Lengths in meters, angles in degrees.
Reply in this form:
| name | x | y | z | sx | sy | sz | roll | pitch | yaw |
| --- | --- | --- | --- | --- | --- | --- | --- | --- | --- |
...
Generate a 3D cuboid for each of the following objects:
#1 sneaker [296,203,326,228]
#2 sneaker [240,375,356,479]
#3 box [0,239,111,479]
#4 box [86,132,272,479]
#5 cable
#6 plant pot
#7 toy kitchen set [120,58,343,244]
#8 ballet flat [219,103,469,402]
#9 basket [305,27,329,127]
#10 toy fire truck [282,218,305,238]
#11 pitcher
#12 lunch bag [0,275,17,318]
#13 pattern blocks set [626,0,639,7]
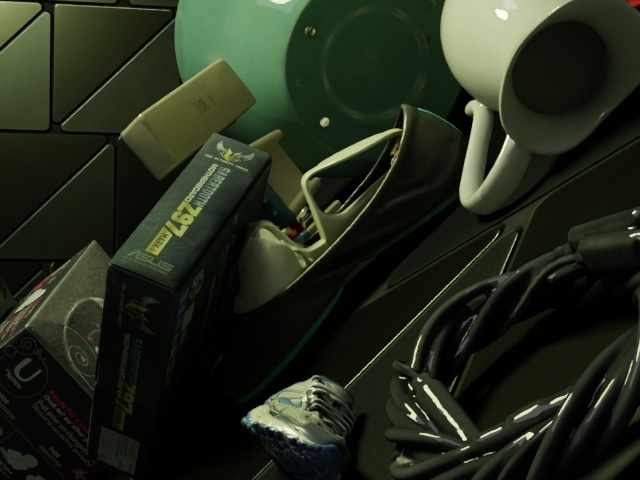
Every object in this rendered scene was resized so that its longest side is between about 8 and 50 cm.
| name | x | y | z | sx | sy | sz | roll | pitch | yaw |
| --- | --- | --- | --- | --- | --- | --- | --- | --- | --- |
| sneaker | -0.011 | -0.031 | 1.169 | 0.032 | 0.037 | 0.083 | -44 | 9 | 5 |
| sneaker | -0.006 | 0.101 | 0.606 | 0.058 | 0.052 | 0.135 | -41 | 10 | -13 |
| box | -0.256 | 0.133 | 1.092 | 0.142 | 0.163 | 0.247 | -37 | 12 | 15 |
| box | -0.115 | 0.055 | 0.869 | 0.183 | 0.059 | 0.233 | -61 | -9 | -49 |
| cable | 0.091 | 0.056 | 0.464 | 0.151 | 0.047 | 0.184 | -55 | 17 | -27 |
| plant pot | 0.017 | -0.194 | 1.092 | 0.293 | 0.293 | 0.235 | -44 | 26 | -2 |
| toy kitchen set | -0.102 | -0.026 | 0.994 | 0.166 | 0.207 | 0.122 | -33 | 8 | 47 |
| ballet flat | 0.000 | 0.000 | 0.847 | 0.280 | 0.096 | 0.095 | -45 | 13 | -6 |
| basket | 0.007 | -0.349 | 1.586 | 0.331 | 0.266 | 0.328 | -55 | 8 | 11 |
| toy fire truck | -0.095 | 0.049 | 1.141 | 0.135 | 0.047 | 0.192 | -35 | 14 | 32 |
| pitcher | 0.144 | -0.123 | 0.787 | 0.178 | 0.125 | 0.207 | -56 | 17 | 20 |
| lunch bag | -0.467 | 0.176 | 1.145 | 0.328 | 0.238 | 0.386 | 84 | -169 | -54 |
| pattern blocks set | 0.270 | -0.261 | 1.060 | 0.285 | 0.026 | 0.325 | -49 | 12 | -27 |
